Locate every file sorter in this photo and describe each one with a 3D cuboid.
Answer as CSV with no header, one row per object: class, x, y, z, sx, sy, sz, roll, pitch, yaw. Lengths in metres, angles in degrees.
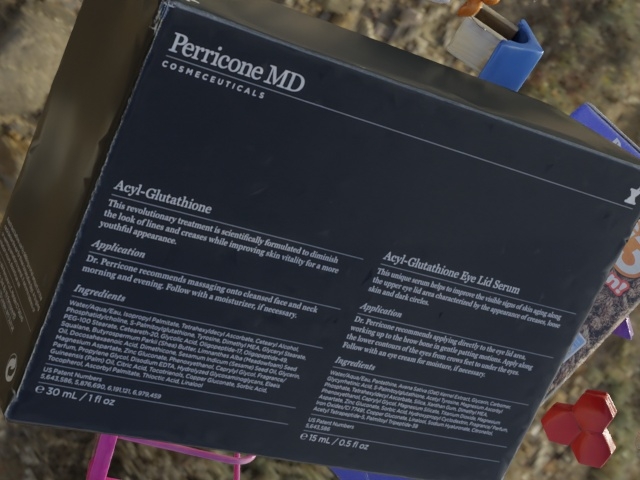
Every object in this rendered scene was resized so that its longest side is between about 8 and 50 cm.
file sorter,-0.139,0.128,1.370,0.182,0.202,0.291,14,118,-11

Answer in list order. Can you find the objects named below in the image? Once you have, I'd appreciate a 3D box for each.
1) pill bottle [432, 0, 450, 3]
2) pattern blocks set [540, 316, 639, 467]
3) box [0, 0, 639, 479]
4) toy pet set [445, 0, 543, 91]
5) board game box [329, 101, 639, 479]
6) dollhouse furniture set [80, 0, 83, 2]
pill bottle,0.200,-0.487,1.783,0.130,0.130,0.246,33,88,-45
pattern blocks set,0.402,0.172,1.172,0.026,0.324,0.285,-18,135,-57
box,0.000,0.000,0.554,0.261,0.103,0.184,15,111,-31
toy pet set,0.148,-0.170,0.914,0.122,0.065,0.114,-46,169,-52
board game box,0.136,0.068,0.972,0.291,0.141,0.232,-40,168,-26
dollhouse furniture set,-0.223,-0.352,1.059,0.212,0.161,0.242,-43,162,-30
